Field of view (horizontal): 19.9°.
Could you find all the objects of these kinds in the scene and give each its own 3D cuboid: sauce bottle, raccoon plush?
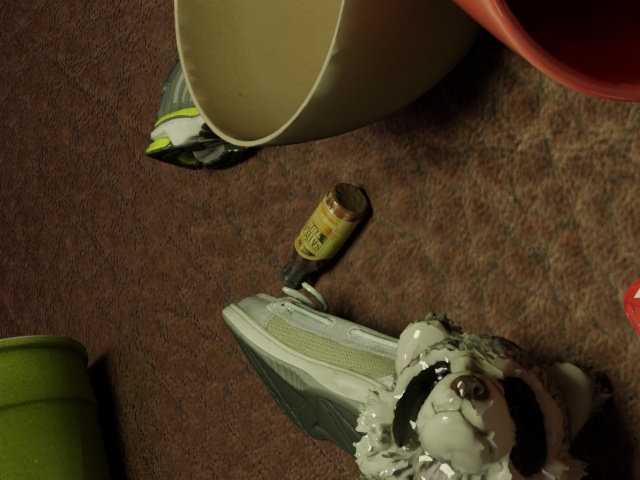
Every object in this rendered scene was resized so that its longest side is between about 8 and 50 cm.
[{"bbox_3d":[0.000,0.000,1.685,0.128,0.042,0.042,-56,44,41],"label":"sauce bottle"},{"bbox_3d":[0.057,0.256,1.405,0.446,0.216,0.299,-58,6,52],"label":"raccoon plush"}]

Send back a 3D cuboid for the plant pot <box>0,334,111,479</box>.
[{"bbox_3d":[-0.368,0.343,2.024,0.366,0.366,0.353,-45,64,48],"label":"plant pot"}]

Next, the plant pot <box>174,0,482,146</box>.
[{"bbox_3d":[0.026,-0.213,1.510,0.284,0.191,0.284,-6,83,58],"label":"plant pot"}]

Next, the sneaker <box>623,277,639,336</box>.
[{"bbox_3d":[0.254,0.105,1.246,0.128,0.087,0.221,34,105,64],"label":"sneaker"}]

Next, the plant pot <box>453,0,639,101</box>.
[{"bbox_3d":[0.170,-0.251,1.241,0.243,0.274,0.275,-144,61,-64],"label":"plant pot"}]

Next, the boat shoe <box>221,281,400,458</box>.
[{"bbox_3d":[0.016,0.109,1.608,0.118,0.103,0.320,60,162,-24],"label":"boat shoe"}]

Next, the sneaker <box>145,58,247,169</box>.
[{"bbox_3d":[-0.085,-0.155,1.775,0.300,0.111,0.121,-16,70,55],"label":"sneaker"}]
